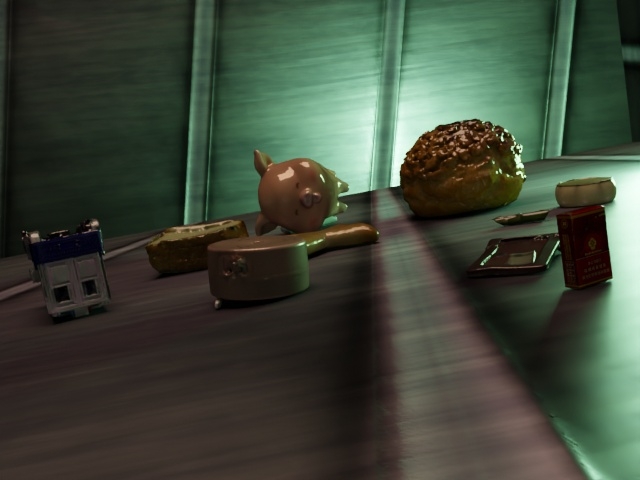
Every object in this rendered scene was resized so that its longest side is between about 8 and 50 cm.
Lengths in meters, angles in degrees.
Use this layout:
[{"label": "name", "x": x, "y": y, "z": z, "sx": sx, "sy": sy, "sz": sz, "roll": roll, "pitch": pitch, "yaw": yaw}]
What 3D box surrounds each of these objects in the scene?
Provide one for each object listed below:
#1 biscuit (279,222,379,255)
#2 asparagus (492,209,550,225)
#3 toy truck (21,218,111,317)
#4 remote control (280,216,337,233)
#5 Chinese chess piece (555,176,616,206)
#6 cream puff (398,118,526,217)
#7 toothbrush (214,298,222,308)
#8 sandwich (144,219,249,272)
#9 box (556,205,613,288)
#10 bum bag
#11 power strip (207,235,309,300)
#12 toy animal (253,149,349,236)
[{"label": "biscuit", "x": 0.000, "y": 0.000, "z": 1.319, "sx": 0.207, "sy": 0.047, "sz": 0.164, "roll": -13, "pitch": 8, "yaw": -26}, {"label": "asparagus", "x": 0.387, "y": -0.043, "z": 1.209, "sx": 0.108, "sy": 0.021, "sz": 0.025, "roll": -8, "pitch": 3, "yaw": 16}, {"label": "toy truck", "x": -0.458, "y": 0.050, "z": 1.132, "sx": 0.124, "sy": 0.156, "sz": 0.268, "roll": -13, "pitch": 5, "yaw": -25}, {"label": "remote control", "x": -0.033, "y": -0.045, "z": 1.812, "sx": 0.162, "sy": 0.029, "sz": 0.061, "roll": -18, "pitch": 13, "yaw": -28}, {"label": "Chinese chess piece", "x": 0.567, "y": -0.104, "z": 1.340, "sx": 0.122, "sy": 0.051, "sz": 0.122, "roll": -9, "pitch": 9, "yaw": 1}, {"label": "cream puff", "x": 0.361, "y": -0.190, "z": 1.607, "sx": 0.327, "sy": 0.231, "sz": 0.343, "roll": -9, "pitch": 6, "yaw": 35}, {"label": "toothbrush", "x": -0.148, "y": 0.084, "z": 0.974, "sx": 0.017, "sy": 0.014, "sz": 0.162, "roll": 4, "pitch": 6, "yaw": -3}, {"label": "sandwich", "x": -0.278, "y": 0.010, "z": 1.459, "sx": 0.226, "sy": 0.087, "sz": 0.251, "roll": -12, "pitch": 10, "yaw": -6}, {"label": "box", "x": 0.287, "y": 0.007, "z": 0.679, "sx": 0.051, "sy": 0.082, "sz": 0.023, "roll": -12, "pitch": 7, "yaw": -25}, {"label": "bum bag", "x": 0.269, "y": 0.022, "z": 0.854, "sx": 0.109, "sy": 0.026, "sz": 0.159, "roll": -6, "pitch": 13, "yaw": 31}, {"label": "power strip", "x": -0.094, "y": 0.040, "z": 0.939, "sx": 0.154, "sy": 0.078, "sz": 0.154, "roll": -3, "pitch": 8, "yaw": 0}, {"label": "toy animal", "x": -0.056, "y": -0.135, "z": 1.728, "sx": 0.269, "sy": 0.237, "sz": 0.326, "roll": -3, "pitch": 12, "yaw": -14}]
